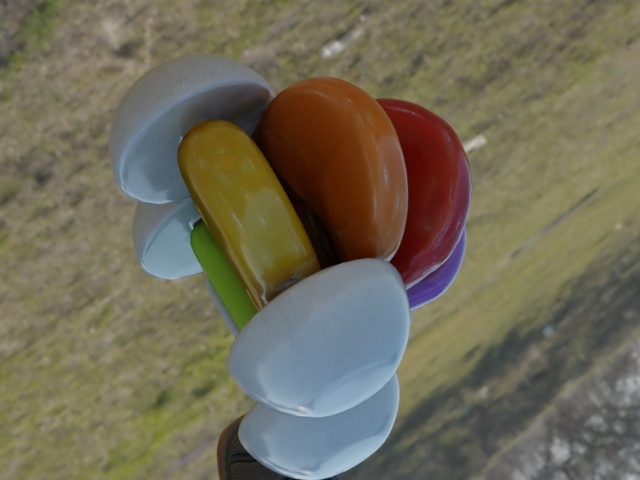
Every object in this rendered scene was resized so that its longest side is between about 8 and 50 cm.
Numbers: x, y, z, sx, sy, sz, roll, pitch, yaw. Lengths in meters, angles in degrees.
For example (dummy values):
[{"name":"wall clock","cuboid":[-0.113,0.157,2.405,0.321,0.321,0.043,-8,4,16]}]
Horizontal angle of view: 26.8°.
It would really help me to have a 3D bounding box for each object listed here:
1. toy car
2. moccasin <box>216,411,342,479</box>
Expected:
[{"name":"toy car","cuboid":[0.000,0.000,0.575,0.136,0.159,0.182,-28,156,-13]},{"name":"moccasin","cuboid":[0.012,0.346,1.447,0.139,0.380,0.147,-38,-171,-5]}]
